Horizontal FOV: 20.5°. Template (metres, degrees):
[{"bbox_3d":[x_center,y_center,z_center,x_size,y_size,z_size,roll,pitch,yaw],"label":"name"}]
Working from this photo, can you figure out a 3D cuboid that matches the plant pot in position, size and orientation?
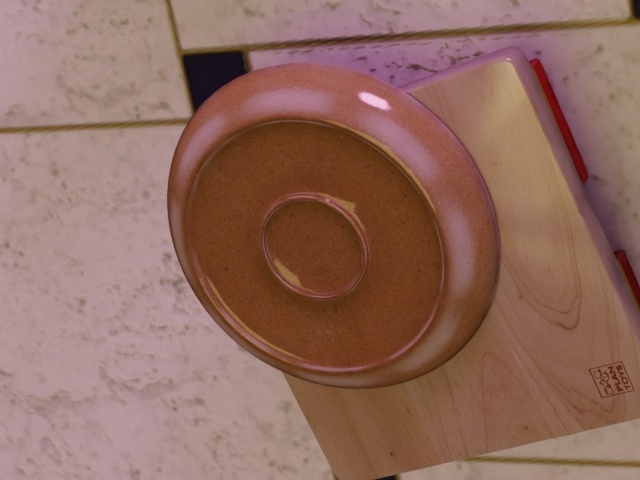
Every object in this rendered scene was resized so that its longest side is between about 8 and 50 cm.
[{"bbox_3d":[0.000,0.000,1.159,0.236,0.032,0.236,10,119,19],"label":"plant pot"}]

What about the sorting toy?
[{"bbox_3d":[0.080,0.014,1.204,0.255,0.089,0.257,-18,107,30],"label":"sorting toy"}]
